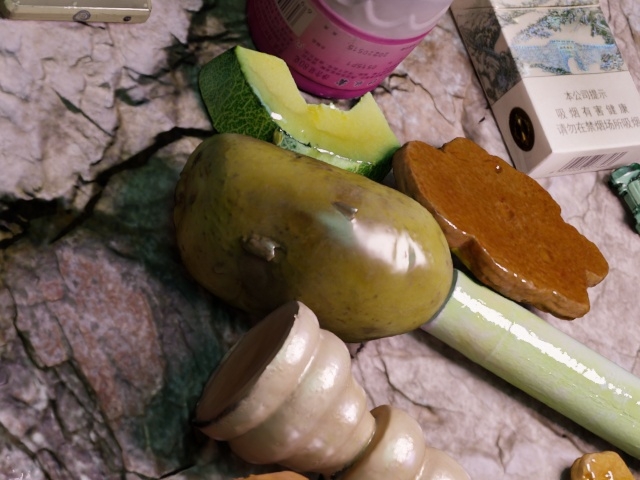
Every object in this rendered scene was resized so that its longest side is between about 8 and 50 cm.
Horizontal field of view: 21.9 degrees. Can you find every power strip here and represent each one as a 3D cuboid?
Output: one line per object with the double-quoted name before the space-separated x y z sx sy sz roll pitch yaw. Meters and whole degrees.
"power strip" -0.234 -0.247 1.601 0.169 0.028 0.076 -3 66 -31

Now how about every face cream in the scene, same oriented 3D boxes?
"face cream" 0.040 -0.262 1.670 0.175 0.195 0.175 14 59 -24

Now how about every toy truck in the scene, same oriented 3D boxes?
"toy truck" 0.402 -0.067 1.862 0.154 0.078 0.080 -17 73 -37

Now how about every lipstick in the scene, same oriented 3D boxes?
"lipstick" 0.240 0.130 1.653 0.304 0.076 0.076 32 52 -14

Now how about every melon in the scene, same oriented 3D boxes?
"melon" -0.015 -0.115 1.644 0.209 0.064 0.118 14 53 -28

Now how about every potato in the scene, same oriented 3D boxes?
"potato" -0.006 0.001 1.494 0.271 0.111 0.160 23 83 -4

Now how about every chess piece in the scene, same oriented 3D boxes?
"chess piece" 0.026 0.184 1.465 0.261 0.142 0.143 41 50 -15

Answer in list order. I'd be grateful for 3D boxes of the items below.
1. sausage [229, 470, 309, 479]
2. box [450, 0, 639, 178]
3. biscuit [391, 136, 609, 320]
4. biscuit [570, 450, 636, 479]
"sausage" -0.035 0.306 1.351 0.136 0.120 0.241 -11 71 -6
"box" 0.257 -0.201 1.852 0.164 0.069 0.256 -8 69 -35
"biscuit" 0.185 -0.014 1.693 0.290 0.041 0.208 25 36 -32
"biscuit" 0.327 0.322 1.624 0.249 0.035 0.184 39 51 -8
